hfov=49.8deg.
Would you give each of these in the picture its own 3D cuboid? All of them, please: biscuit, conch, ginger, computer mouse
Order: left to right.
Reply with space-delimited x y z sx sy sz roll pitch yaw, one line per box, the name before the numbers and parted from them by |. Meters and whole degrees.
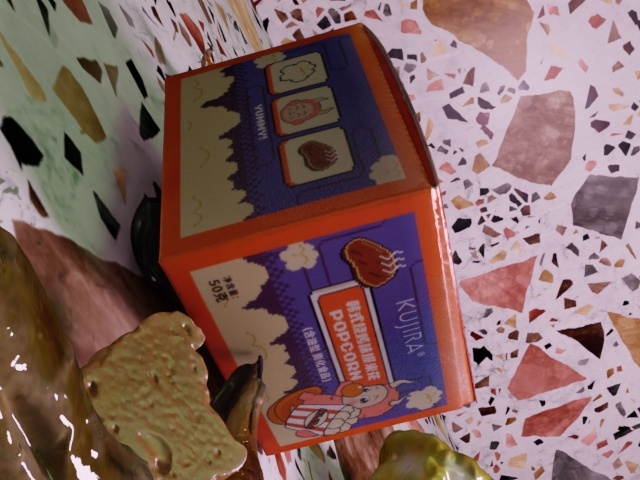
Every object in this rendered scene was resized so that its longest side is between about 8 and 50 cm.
ginger | -0.178 0.046 0.318 0.116 0.109 0.263 32 -28 59
biscuit | -0.127 0.147 0.456 0.162 0.035 0.250 35 36 -18
computer mouse | -0.155 0.016 0.680 0.079 0.047 0.135 -102 175 -49
conch | -0.082 0.196 0.565 0.233 0.086 0.080 -82 148 -68

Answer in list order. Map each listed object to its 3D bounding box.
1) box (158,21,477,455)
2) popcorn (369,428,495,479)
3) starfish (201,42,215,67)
box | 0.000 0.000 0.784 0.319 0.256 0.349 -104 178 -48
popcorn | 0.164 0.456 0.944 0.293 0.292 0.334 11 43 -22
starfish | -0.138 -0.164 1.062 0.293 0.084 0.302 48 26 -66
